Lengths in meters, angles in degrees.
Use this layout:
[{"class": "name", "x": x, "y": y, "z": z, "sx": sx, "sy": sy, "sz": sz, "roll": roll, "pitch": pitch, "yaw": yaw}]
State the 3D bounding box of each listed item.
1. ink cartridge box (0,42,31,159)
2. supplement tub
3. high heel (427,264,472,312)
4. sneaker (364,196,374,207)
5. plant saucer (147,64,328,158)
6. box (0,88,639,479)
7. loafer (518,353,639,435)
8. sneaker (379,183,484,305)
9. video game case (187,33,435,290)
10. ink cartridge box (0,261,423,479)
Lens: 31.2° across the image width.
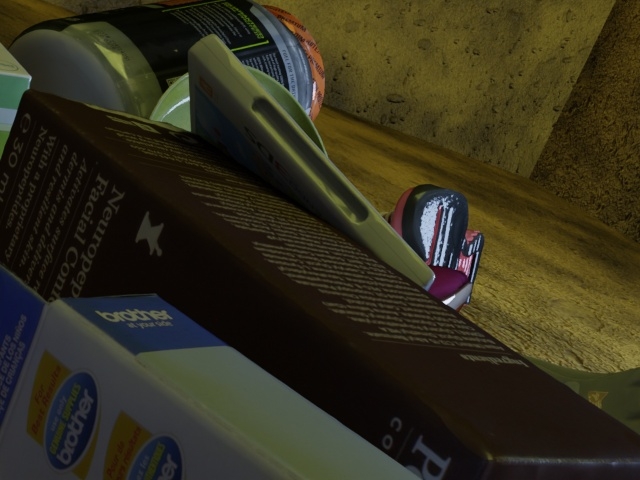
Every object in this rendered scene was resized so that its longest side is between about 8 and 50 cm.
[{"class": "ink cartridge box", "x": -0.291, "y": -0.105, "z": 0.815, "sx": 0.171, "sy": 0.056, "sz": 0.235, "roll": 4, "pitch": 21, "yaw": -33}, {"class": "supplement tub", "x": -0.145, "y": -0.139, "z": 1.131, "sx": 0.193, "sy": 0.194, "sz": 0.316, "roll": 30, "pitch": 32, "yaw": 26}, {"class": "high heel", "x": 0.002, "y": 0.043, "z": 0.960, "sx": 0.181, "sy": 0.127, "sz": 0.377, "roll": 39, "pitch": 19, "yaw": 16}, {"class": "sneaker", "x": 0.000, "y": 0.000, "z": 1.204, "sx": 0.123, "sy": 0.106, "sz": 0.290, "roll": 20, "pitch": 14, "yaw": -31}, {"class": "plant saucer", "x": -0.078, "y": -0.035, "z": 1.012, "sx": 0.037, "sy": 0.241, "sz": 0.241, "roll": -8, "pitch": -13, "yaw": 43}, {"class": "box", "x": -0.046, "y": 0.085, "z": 0.579, "sx": 0.143, "sy": 0.191, "sz": 0.381, "roll": 11, "pitch": 17, "yaw": -46}, {"class": "loafer", "x": 0.173, "y": 0.142, "z": 0.792, "sx": 0.319, "sy": 0.112, "sz": 0.111, "roll": -1, "pitch": -47, "yaw": 31}, {"class": "sneaker", "x": 0.103, "y": 0.010, "z": 1.340, "sx": 0.136, "sy": 0.116, "sz": 0.314, "roll": 11, "pitch": -10, "yaw": 17}, {"class": "video game case", "x": -0.017, "y": -0.010, "z": 0.733, "sx": 0.193, "sy": 0.023, "sz": 0.212, "roll": 48, "pitch": -17, "yaw": 11}, {"class": "ink cartridge box", "x": -0.029, "y": 0.145, "z": 0.359, "sx": 0.311, "sy": 0.186, "sz": 0.065, "roll": 30, "pitch": 16, "yaw": 27}]
